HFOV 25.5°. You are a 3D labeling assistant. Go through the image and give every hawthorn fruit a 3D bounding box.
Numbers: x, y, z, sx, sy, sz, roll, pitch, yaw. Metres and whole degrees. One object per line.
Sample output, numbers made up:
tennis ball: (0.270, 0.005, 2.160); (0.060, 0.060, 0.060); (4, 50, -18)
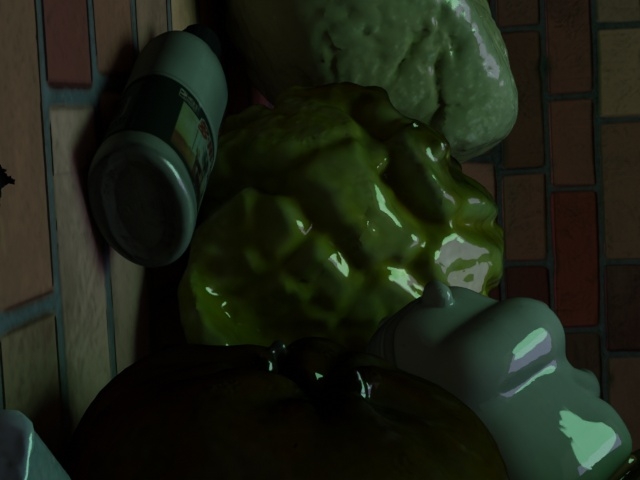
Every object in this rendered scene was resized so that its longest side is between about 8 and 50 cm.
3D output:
hawthorn fruit: (-0.032, 0.208, 0.809); (0.268, 0.268, 0.301); (-18, 116, -81)

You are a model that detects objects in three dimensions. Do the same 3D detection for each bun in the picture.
bun: (0.031, -0.217, 1.329); (0.349, 0.227, 0.352); (64, 14, 3)

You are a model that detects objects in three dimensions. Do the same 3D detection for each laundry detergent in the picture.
laundry detergent: (-0.105, -0.084, 0.991); (0.225, 0.070, 0.099); (-81, 158, -54)

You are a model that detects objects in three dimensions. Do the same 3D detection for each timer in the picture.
timer: (0.149, 0.170, 0.967); (0.315, 0.291, 0.291); (56, 6, 7)

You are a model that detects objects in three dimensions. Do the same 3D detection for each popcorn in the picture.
popcorn: (0.006, -0.007, 1.122); (0.237, 0.293, 0.293); (-55, 177, 11)

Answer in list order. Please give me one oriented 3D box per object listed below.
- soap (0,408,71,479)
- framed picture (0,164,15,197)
soap: (-0.133, 0.170, 0.552); (0.261, 0.094, 0.150); (85, 13, -66)
framed picture: (-0.188, 0.010, 0.631); (0.199, 0.010, 0.195); (71, 19, -61)
